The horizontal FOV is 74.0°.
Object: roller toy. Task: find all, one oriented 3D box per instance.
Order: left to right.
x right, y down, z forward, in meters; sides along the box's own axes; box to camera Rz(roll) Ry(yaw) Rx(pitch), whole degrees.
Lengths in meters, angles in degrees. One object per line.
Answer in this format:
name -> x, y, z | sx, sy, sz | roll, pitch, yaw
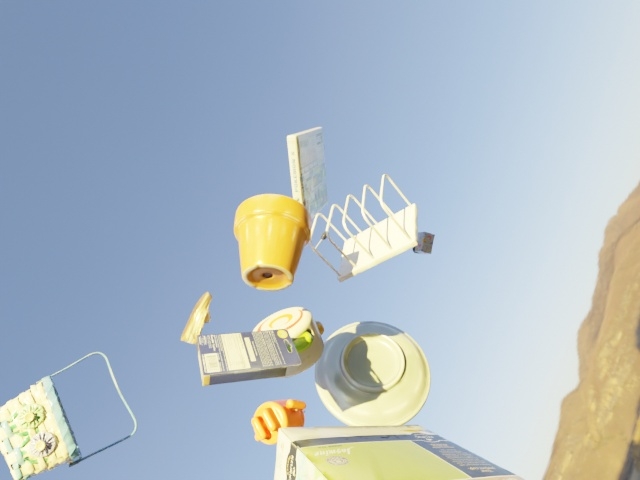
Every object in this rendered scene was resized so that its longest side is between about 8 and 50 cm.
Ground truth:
roller toy -> -0.092, 0.299, 1.243 | 0.209, 0.191, 0.146 | -68, -41, -70

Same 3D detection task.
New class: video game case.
video game case -> -0.037, -0.238, 1.514 | 0.329, 0.036, 0.300 | -51, -41, -66

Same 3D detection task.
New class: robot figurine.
robot figurine -> -0.129, 0.582, 1.371 | 0.219, 0.128, 0.158 | 34, -112, -61

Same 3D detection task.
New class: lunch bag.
lunch bag -> 0.345, 0.010, 1.448 | 0.053, 0.083, 0.071 | 15, -95, -13

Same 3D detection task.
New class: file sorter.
file sorter -> 0.129, -0.042, 1.280 | 0.173, 0.277, 0.193 | 47, -147, -23

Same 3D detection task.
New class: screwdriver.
screwdriver -> 0.000, 0.000, 1.620 | 0.170, 0.024, 0.025 | -48, -46, -62

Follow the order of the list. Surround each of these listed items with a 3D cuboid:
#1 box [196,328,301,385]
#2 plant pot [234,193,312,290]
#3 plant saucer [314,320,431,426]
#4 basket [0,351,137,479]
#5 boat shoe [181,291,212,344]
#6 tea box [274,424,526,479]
box -> -0.169, 0.268, 0.997 | 0.225, 0.136, 0.037 | 0, -62, -22
plant pot -> -0.126, 0.018, 1.090 | 0.205, 0.205, 0.188 | 55, -152, -48
plant saucer -> 0.175, 0.429, 1.445 | 0.400, 0.400, 0.101 | -45, -32, -30
basket -> -0.669, 0.471, 1.121 | 0.288, 0.201, 0.255 | -25, -99, -39
boat shoe -> -0.377, 0.246, 1.338 | 0.059, 0.063, 0.170 | 32, -119, -21
tea box -> 0.119, 0.468, 0.712 | 0.328, 0.323, 0.220 | 9, -99, -21
